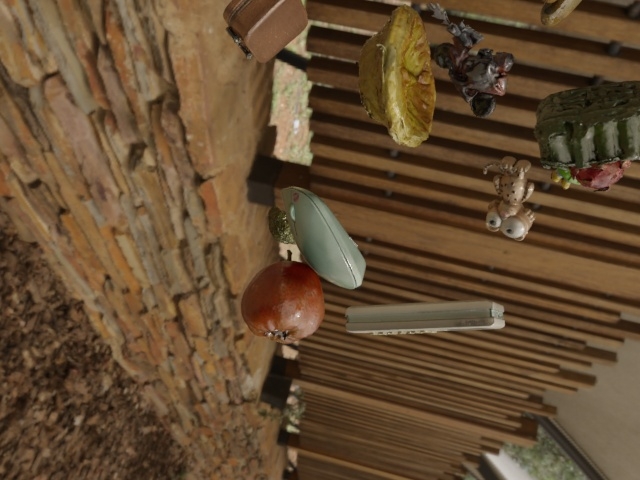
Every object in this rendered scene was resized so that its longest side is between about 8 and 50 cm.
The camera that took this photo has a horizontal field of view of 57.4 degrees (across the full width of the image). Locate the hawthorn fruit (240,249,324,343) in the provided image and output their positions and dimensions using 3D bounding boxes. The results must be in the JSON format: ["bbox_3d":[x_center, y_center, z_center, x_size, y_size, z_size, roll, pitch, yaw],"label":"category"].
[{"bbox_3d":[-0.083,0.118,1.332,0.196,0.197,0.225,94,3,-56],"label":"hawthorn fruit"}]

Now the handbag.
[{"bbox_3d":[-0.104,-0.421,1.118,0.151,0.072,0.193,-41,178,8],"label":"handbag"}]

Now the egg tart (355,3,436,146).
[{"bbox_3d":[0.174,-0.371,1.345,0.341,0.132,0.341,-1,90,-66],"label":"egg tart"}]

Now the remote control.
[{"bbox_3d":[0.192,0.147,1.092,0.103,0.277,0.055,19,68,-61],"label":"remote control"}]

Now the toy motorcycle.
[{"bbox_3d":[0.474,-0.598,1.877,0.207,0.401,0.134,-36,-176,40],"label":"toy motorcycle"}]

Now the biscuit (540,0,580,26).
[{"bbox_3d":[0.615,-0.637,1.327,0.290,0.062,0.237,-48,164,10],"label":"biscuit"}]

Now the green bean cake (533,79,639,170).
[{"bbox_3d":[0.568,-0.234,1.195,0.255,0.241,0.132,-48,130,-57],"label":"green bean cake"}]

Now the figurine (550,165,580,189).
[{"bbox_3d":[0.872,-0.267,1.923,0.143,0.162,0.263,-56,-177,-32],"label":"figurine"}]

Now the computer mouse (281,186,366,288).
[{"bbox_3d":[-0.004,0.005,1.339,0.097,0.159,0.288,-46,121,-14],"label":"computer mouse"}]

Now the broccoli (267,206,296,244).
[{"bbox_3d":[-0.093,-0.048,1.705,0.120,0.130,0.131,-49,-156,-22],"label":"broccoli"}]

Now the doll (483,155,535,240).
[{"bbox_3d":[0.586,-0.129,1.816,0.119,0.154,0.278,-43,132,-37],"label":"doll"}]

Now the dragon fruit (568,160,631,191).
[{"bbox_3d":[0.805,-0.206,1.681,0.136,0.166,0.133,66,17,-76],"label":"dragon fruit"}]
